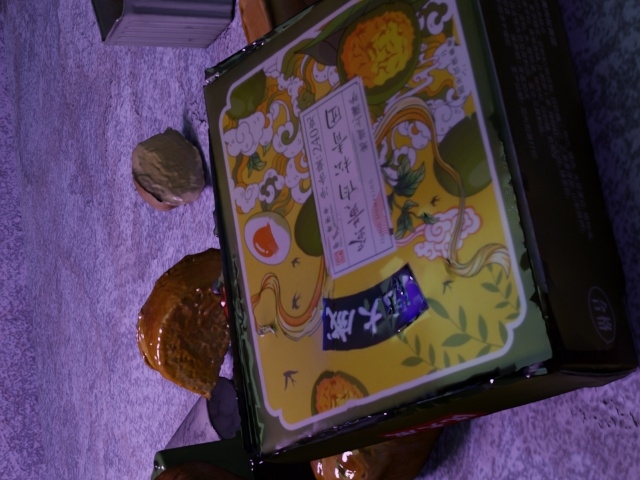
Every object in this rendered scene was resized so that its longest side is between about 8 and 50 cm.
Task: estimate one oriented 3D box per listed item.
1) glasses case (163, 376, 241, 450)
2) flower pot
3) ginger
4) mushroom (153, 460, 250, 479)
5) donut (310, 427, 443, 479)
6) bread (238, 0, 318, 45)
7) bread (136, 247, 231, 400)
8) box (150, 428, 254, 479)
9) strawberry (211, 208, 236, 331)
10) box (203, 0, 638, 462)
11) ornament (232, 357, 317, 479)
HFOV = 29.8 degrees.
[{"bbox_3d":[-0.198,0.333,1.972,0.299,0.060,0.114,126,141,-54],"label":"glasses case"},{"bbox_3d":[-0.252,-0.425,1.906,0.209,0.190,0.239,-144,55,-60],"label":"flower pot"},{"bbox_3d":[-0.253,-0.091,2.061,0.193,0.115,0.122,48,155,46],"label":"ginger"},{"bbox_3d":[-0.119,0.413,1.448,0.283,0.195,0.263,-116,41,-58],"label":"mushroom"},{"bbox_3d":[0.051,0.171,1.336,0.226,0.114,0.226,178,90,-67],"label":"donut"},{"bbox_3d":[-0.018,-0.255,1.446,0.107,0.136,0.241,128,134,-55],"label":"bread"},{"bbox_3d":[-0.198,0.122,1.825,0.143,0.139,0.229,37,110,59],"label":"bread"},{"bbox_3d":[-0.150,0.458,1.727,0.328,0.178,0.252,-116,36,-43],"label":"box"},{"bbox_3d":[0.000,0.000,1.439,0.306,0.138,0.233,-23,56,45],"label":"strawberry"},{"bbox_3d":[0.068,-0.033,1.122,0.373,0.138,0.420,-25,68,42],"label":"box"},{"bbox_3d":[-0.064,0.198,1.588,0.251,0.106,0.260,97,160,-44],"label":"ornament"}]
